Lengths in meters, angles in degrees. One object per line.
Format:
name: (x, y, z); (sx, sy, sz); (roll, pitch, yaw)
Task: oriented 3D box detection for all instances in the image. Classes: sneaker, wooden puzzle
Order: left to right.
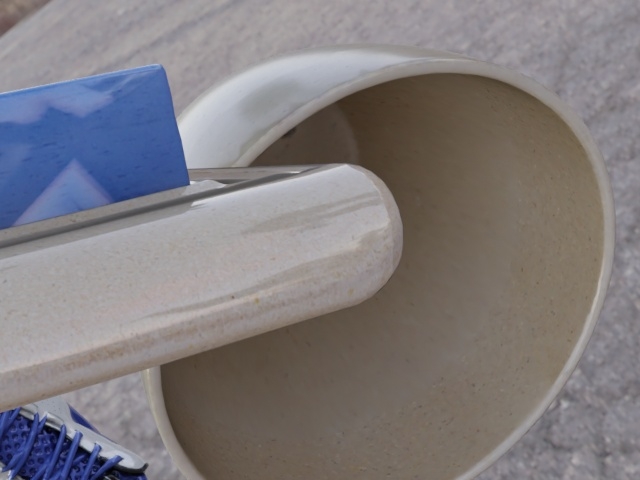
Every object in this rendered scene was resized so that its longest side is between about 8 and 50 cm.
wooden puzzle: (-0.186, -0.007, 0.442); (0.322, 0.080, 0.348); (-15, 13, -23)
sneaker: (-0.261, 0.200, 1.113); (0.182, 0.315, 0.127); (18, 69, 43)

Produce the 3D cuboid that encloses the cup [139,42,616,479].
cup: (0.000, 0.000, 0.819); (0.331, 0.331, 0.237); (-41, 37, -5)
